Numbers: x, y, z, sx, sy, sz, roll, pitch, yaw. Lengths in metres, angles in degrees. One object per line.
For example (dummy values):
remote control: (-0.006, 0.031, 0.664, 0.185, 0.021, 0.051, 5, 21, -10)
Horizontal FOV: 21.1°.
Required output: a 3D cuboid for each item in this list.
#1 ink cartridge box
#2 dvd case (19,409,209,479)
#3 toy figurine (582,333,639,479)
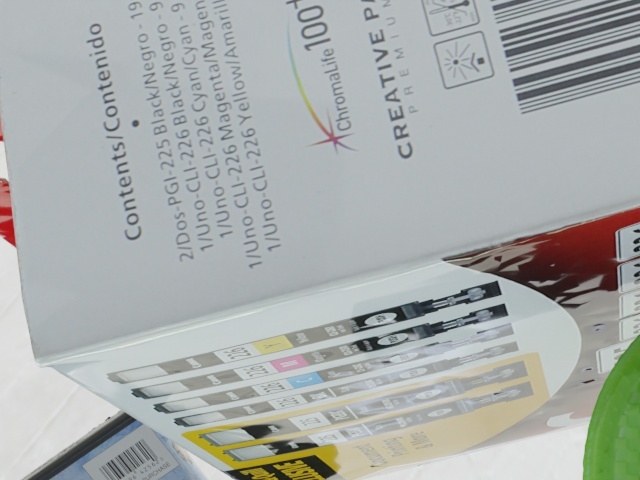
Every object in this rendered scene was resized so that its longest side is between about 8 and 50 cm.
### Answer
ink cartridge box: (0.000, 0.000, 0.608, 0.272, 0.309, 0.130, -15, -108, 7)
dvd case: (-0.105, 0.243, 1.069, 0.180, 0.022, 0.253, -35, -80, 14)
toy figurine: (0.176, 0.057, 0.441, 0.173, 0.159, 0.130, 10, -109, -10)
